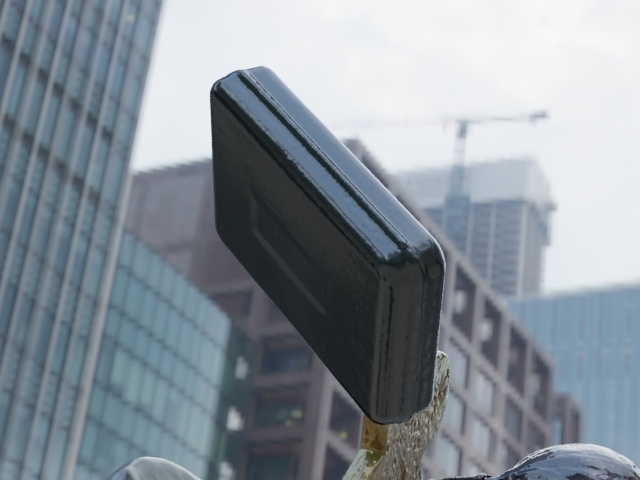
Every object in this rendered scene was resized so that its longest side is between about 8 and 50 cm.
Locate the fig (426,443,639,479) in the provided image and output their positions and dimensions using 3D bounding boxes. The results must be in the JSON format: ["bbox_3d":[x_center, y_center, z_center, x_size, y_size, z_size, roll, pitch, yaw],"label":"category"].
[{"bbox_3d":[0.279,0.316,1.957,0.249,0.204,0.186,32,-77,-12],"label":"fig"}]

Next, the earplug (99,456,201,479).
[{"bbox_3d":[-0.272,0.460,1.825,0.394,0.313,0.312,-32,-44,23],"label":"earplug"}]

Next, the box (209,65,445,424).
[{"bbox_3d":[0.000,0.000,1.100,0.050,0.230,0.160,-23,-41,-23],"label":"box"}]

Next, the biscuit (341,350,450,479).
[{"bbox_3d":[0.050,0.183,1.301,0.030,0.234,0.153,13,-37,20],"label":"biscuit"}]
